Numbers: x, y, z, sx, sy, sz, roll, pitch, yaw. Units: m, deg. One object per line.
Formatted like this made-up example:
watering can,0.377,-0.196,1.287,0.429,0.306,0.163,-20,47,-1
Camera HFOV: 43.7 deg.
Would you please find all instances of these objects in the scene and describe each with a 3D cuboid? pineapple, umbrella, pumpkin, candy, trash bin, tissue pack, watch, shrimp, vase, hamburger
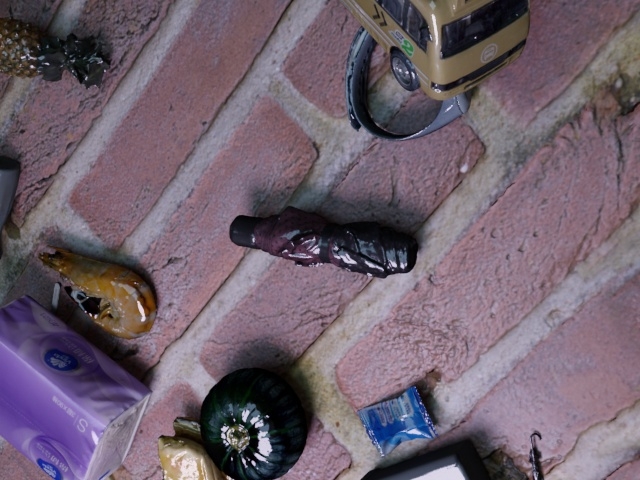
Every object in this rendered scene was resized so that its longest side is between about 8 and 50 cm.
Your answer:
pineapple,-0.505,-0.347,1.488,0.251,0.125,0.125,17,105,19
umbrella,0.328,0.353,1.219,0.022,0.013,0.122,-4,95,6
umbrella,0.000,0.000,1.290,0.325,0.094,0.090,10,147,24
pumpkin,-0.117,0.319,1.369,0.201,0.140,0.202,6,103,25
candy,0.123,0.299,1.301,0.136,0.038,0.088,-33,79,36
trash bin,0.162,0.435,1.269,0.236,0.101,0.177,-30,82,25
tissue pack,-0.519,0.298,1.529,0.338,0.160,0.242,33,121,12
watch,0.125,-0.255,1.199,0.192,0.068,0.207,-5,98,27
shrimp,-0.436,0.102,1.548,0.287,0.063,0.152,20,119,22
vase,-0.670,-0.061,1.629,0.086,0.086,0.214,25,113,22
hamburger,-0.212,0.450,1.452,0.130,0.124,0.262,-11,91,11

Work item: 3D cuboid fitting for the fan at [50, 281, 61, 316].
fan,-0.539,0.240,1.619,0.294,0.012,0.223,-37,87,35

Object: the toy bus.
toy bus,0.111,-0.371,1.057,0.176,0.202,0.365,-32,65,-12
